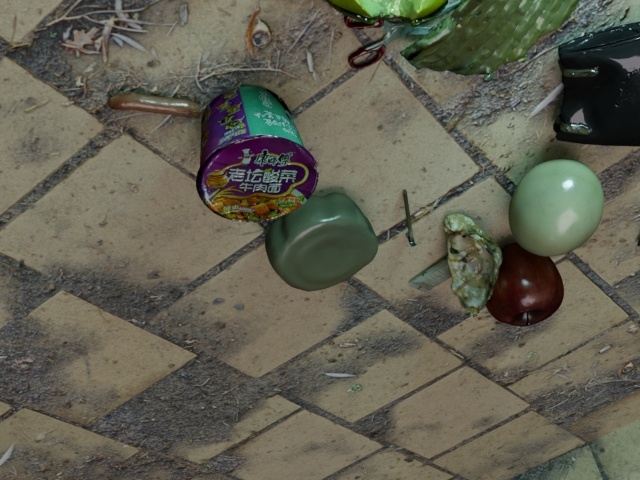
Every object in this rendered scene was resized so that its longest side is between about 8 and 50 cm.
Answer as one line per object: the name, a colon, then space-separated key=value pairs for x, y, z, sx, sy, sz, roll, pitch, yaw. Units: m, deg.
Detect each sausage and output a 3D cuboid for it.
sausage: x=-0.337 y=-0.277 z=1.660 sx=0.186 sy=0.043 sz=0.043 roll=4 pitch=137 yaw=-20

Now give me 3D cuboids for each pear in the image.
pear: x=0.138 y=-0.526 z=1.418 sx=0.292 sy=0.159 sz=0.292 roll=-7 pitch=136 yaw=-7

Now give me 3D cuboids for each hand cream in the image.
hand cream: x=0.352 y=0.076 z=2.254 sx=0.080 sy=0.050 sz=0.234 roll=24 pitch=132 yaw=-36

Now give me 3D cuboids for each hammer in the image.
hammer: x=0.223 y=-0.054 z=2.063 sx=0.017 sy=0.062 sz=0.182 roll=-14 pitch=133 yaw=0

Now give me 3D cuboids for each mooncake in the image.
mooncake: x=0.000 y=0.000 z=2.000 sx=0.275 sy=0.135 sz=0.275 roll=-10 pitch=138 yaw=-9

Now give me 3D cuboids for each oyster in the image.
oyster: x=0.397 y=0.066 z=2.159 sx=0.166 sy=0.094 sz=0.294 roll=17 pitch=129 yaw=20

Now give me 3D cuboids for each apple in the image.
apple: x=0.550 y=0.126 z=2.224 sx=0.234 sy=0.234 sz=0.234 roll=-8 pitch=139 yaw=-7

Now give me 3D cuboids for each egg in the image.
egg: x=0.578 y=-0.079 z=1.999 sx=0.219 sy=0.219 sz=0.269 roll=-3 pitch=143 yaw=-12

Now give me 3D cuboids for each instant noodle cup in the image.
instant noodle cup: x=-0.142 y=-0.188 z=1.698 sx=0.251 sy=0.190 sz=0.251 roll=-8 pitch=140 yaw=-7

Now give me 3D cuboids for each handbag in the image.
handbag: x=0.663 y=-0.337 z=1.793 sx=0.288 sy=0.152 sz=0.342 roll=-4 pitch=137 yaw=7

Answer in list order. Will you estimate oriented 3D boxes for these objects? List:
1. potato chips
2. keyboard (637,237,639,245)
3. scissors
potato chips: x=0.341 y=-0.441 z=1.580 sx=0.389 sy=0.097 sz=0.373 roll=-38 pitch=159 yaw=23
keyboard: x=0.947 y=-0.066 z=2.264 sx=0.094 sy=0.025 sz=0.230 roll=-12 pitch=140 yaw=-6
scissors: x=0.172 y=-0.427 z=1.646 sx=0.248 sy=0.017 sz=0.144 roll=-13 pitch=140 yaw=-3
